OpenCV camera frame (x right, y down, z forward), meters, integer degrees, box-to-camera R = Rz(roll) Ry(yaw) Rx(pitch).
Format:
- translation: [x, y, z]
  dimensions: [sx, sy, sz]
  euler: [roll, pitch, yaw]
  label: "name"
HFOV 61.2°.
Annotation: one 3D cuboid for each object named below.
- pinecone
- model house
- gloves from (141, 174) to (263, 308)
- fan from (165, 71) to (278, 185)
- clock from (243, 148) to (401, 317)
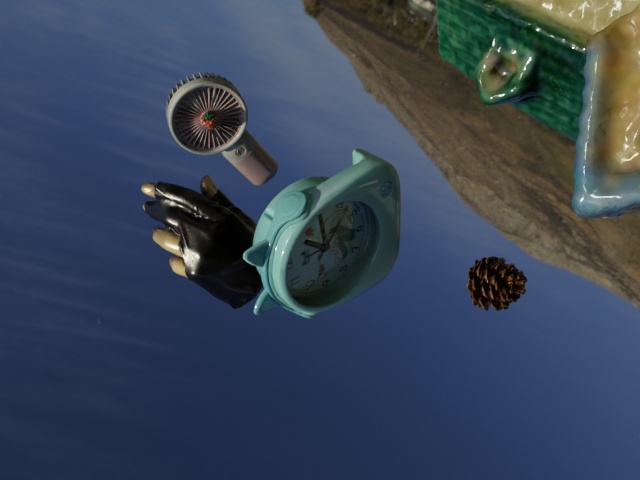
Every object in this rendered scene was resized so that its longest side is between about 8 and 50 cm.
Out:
- translation: [0.492, 0.120, 1.516]
  dimensions: [0.173, 0.174, 0.174]
  euler: [18, -149, -11]
  label: "pinecone"
- translation: [0.305, -0.200, 0.519]
  dimensions: [0.334, 0.343, 0.382]
  euler: [-6, -134, -48]
  label: "model house"
- translation: [-0.218, -0.014, 1.047]
  dimensions: [0.301, 0.152, 0.197]
  euler: [31, -117, 5]
  label: "gloves"
- translation: [-0.157, -0.180, 0.929]
  dimensions: [0.244, 0.130, 0.074]
  euler: [43, -169, -44]
  label: "fan"
- translation: [0.000, 0.000, 0.819]
  dimensions: [0.274, 0.224, 0.094]
  euler: [-25, -140, -27]
  label: "clock"
